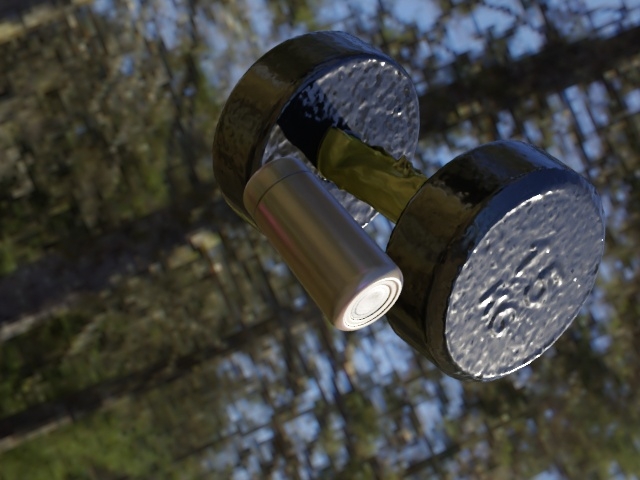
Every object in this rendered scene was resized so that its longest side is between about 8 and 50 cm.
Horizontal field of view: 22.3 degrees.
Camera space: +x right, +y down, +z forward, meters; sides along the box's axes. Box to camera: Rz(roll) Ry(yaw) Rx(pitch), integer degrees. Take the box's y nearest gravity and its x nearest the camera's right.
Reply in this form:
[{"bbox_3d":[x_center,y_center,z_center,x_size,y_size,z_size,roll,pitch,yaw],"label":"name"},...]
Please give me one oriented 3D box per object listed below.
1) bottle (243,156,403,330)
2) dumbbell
[{"bbox_3d":[0.000,0.000,0.849,0.096,0.045,0.045,51,-19,30],"label":"bottle"},{"bbox_3d":[0.071,-0.037,1.425,0.322,0.204,0.204,37,-30,41],"label":"dumbbell"}]
